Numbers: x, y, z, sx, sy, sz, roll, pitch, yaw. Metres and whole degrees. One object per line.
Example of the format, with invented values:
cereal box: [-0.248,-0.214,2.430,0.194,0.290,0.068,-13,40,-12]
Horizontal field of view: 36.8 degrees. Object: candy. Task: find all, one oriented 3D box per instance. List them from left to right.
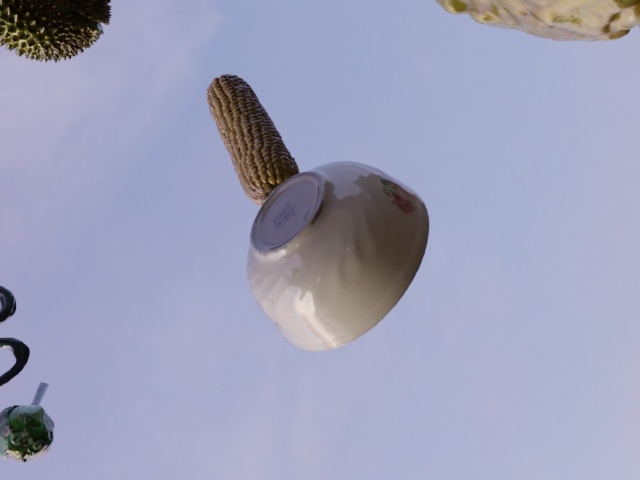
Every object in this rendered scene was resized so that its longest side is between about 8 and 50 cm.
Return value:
candy: [-0.483,0.287,1.625,0.323,0.097,0.097,-134,48,-78]

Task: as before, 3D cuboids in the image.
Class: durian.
durian: [-0.376,-0.313,1.268,0.198,0.146,0.159,-10,-79,-21]

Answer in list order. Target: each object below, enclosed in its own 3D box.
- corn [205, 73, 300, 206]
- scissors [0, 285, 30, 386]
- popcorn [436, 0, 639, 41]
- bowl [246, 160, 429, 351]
corn: [-0.115,-0.173,1.629,0.106,0.106,0.293,35,-155,-54]
scissors: [-0.490,0.138,1.113,0.289,0.138,0.041,-16,-25,-15]
popcorn: [0.160,-0.271,0.666,0.247,0.282,0.282,-10,-73,-39]
bowl: [0.000,0.000,1.306,0.145,0.277,0.277,41,-117,-33]
